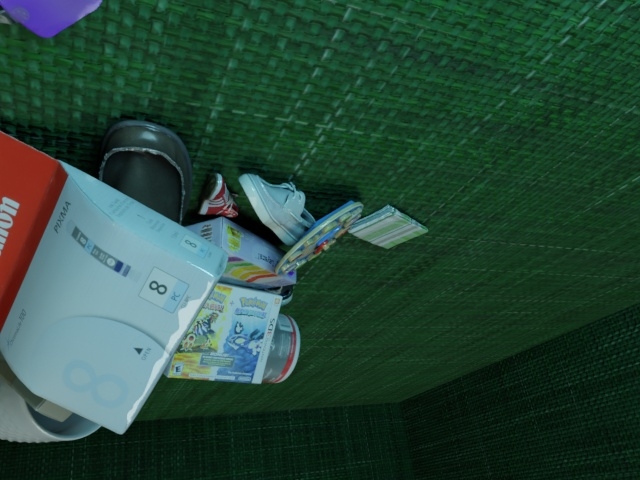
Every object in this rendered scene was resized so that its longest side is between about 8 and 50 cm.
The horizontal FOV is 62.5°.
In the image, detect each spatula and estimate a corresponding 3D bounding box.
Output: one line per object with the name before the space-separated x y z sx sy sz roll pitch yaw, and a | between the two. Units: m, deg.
spatula | -0.358 -0.217 0.535 0.296 0.030 0.084 -16 155 13

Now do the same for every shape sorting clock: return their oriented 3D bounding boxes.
shape sorting clock | 0.000 0.000 0.977 0.206 0.040 0.206 -41 174 -5

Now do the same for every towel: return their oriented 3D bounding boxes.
towel | 0.140 -0.025 1.092 0.113 0.023 0.152 -24 152 32

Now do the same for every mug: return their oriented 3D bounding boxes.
mug | -0.693 0.346 1.346 0.328 0.276 0.374 -13 -175 26

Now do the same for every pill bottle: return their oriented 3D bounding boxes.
pill bottle | -0.200 0.218 1.156 0.283 0.161 0.161 18 143 -35

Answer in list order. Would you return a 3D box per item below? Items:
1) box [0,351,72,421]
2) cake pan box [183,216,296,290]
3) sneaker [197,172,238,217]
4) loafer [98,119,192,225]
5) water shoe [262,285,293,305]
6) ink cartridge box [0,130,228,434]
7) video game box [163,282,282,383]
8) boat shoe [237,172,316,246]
box | -0.549 0.175 0.958 0.121 0.311 0.148 -48 166 -25
cake pan box | -0.220 0.046 1.035 0.267 0.070 0.246 -11 154 25
sneaker | -0.159 -0.073 0.873 0.067 0.042 0.118 8 157 -23
loafer | -0.266 -0.006 0.796 0.133 0.130 0.366 3 132 -15
water shoe | -0.167 0.110 1.234 0.203 0.073 0.080 -3 126 -7
ink cartridge box | -0.365 0.058 0.710 0.385 0.091 0.308 29 112 -12
video game box | -0.187 0.179 1.032 0.205 0.187 0.048 15 175 -36
boat shoe | -0.065 -0.063 0.899 0.081 0.079 0.227 -33 154 4
